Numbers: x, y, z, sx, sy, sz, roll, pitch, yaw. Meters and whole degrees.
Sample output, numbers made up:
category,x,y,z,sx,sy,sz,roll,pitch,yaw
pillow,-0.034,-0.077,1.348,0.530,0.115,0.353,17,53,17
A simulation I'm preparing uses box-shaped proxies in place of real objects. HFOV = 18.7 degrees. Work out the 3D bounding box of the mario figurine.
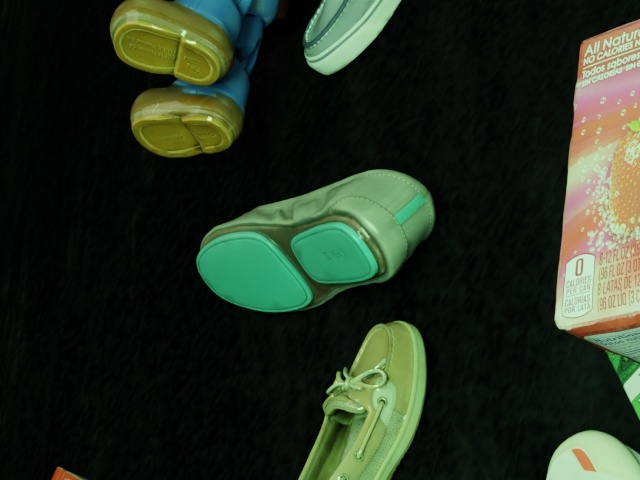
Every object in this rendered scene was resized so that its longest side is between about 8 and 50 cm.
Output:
category,x,y,z,sx,sy,sz,roll,pitch,yaw
mario figurine,-0.078,-0.212,1.387,0.198,0.170,0.321,-42,20,48

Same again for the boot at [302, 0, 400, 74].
category,x,y,z,sx,sy,sz,roll,pitch,yaw
boot,0.025,-0.204,1.311,0.190,0.086,0.069,-52,26,20

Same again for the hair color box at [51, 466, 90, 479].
category,x,y,z,sx,sy,sz,roll,pitch,yaw
hair color box,-0.102,0.185,1.149,0.167,0.093,0.053,11,75,64

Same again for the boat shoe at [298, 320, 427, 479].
category,x,y,z,sx,sy,sz,roll,pitch,yaw
boat shoe,0.014,0.109,1.054,0.056,0.048,0.153,-8,58,61

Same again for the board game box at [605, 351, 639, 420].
category,x,y,z,sx,sy,sz,roll,pitch,yaw
board game box,0.222,-0.006,0.793,0.260,0.030,0.136,-52,29,21

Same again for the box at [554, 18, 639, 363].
category,x,y,z,sx,sy,sz,roll,pitch,yaw
box,0.216,-0.027,0.656,0.257,0.128,0.123,-17,59,49

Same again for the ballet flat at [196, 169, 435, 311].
category,x,y,z,sx,sy,sz,roll,pitch,yaw
ballet flat,0.000,0.000,1.195,0.068,0.072,0.213,-43,15,-28

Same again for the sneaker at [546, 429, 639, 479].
category,x,y,z,sx,sy,sz,roll,pitch,yaw
sneaker,0.104,0.137,0.817,0.057,0.075,0.161,-42,32,38
